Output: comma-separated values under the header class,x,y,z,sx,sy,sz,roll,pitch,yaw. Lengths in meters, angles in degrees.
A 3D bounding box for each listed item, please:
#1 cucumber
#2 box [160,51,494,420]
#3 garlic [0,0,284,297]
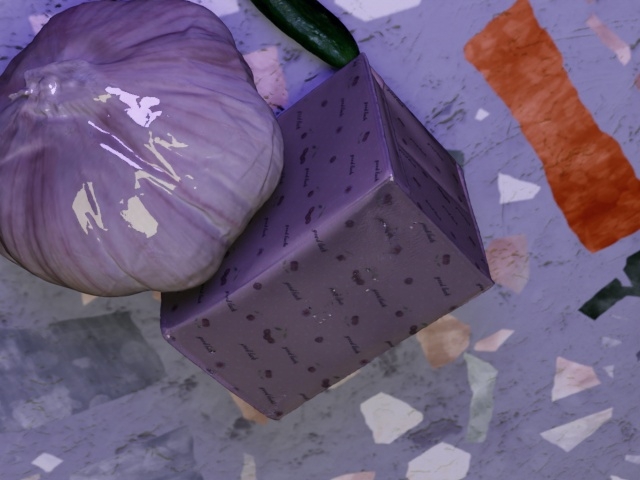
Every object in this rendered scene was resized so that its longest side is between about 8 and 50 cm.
class,x,y,z,sx,sy,sz,roll,pitch,yaw
cucumber,-0.056,-0.266,1.212,0.056,0.056,0.284,-41,120,13
box,0.000,0.000,1.265,0.297,0.225,0.190,-35,125,21
garlic,-0.197,-0.084,1.150,0.317,0.317,0.259,-26,149,4
